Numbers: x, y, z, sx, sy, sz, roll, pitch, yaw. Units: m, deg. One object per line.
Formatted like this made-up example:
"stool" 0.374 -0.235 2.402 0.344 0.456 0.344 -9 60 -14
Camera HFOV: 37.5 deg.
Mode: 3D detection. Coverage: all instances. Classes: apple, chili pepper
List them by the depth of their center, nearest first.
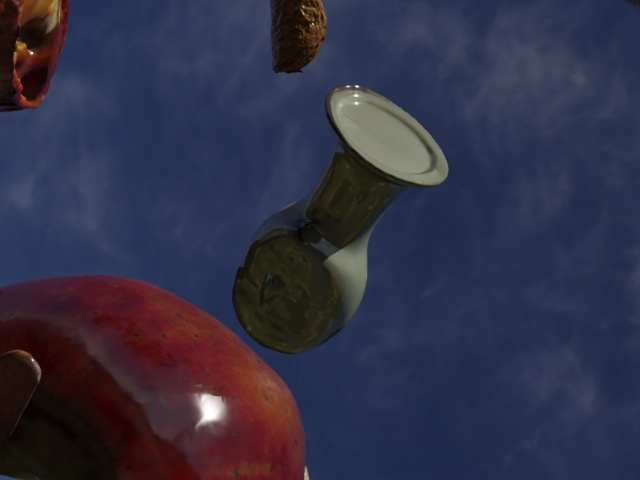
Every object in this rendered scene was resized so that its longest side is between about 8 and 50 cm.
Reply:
"chili pepper" -0.208 -0.092 0.411 0.192 0.084 0.086 1 -68 -7
"apple" -0.171 0.181 0.843 0.295 0.365 0.328 -32 -115 9

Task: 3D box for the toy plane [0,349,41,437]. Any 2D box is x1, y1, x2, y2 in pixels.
"toy plane" -0.188 0.057 0.297 0.189 0.061 0.130 11 -76 -9

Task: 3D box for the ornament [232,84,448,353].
"ornament" 0.000 0.000 0.506 0.075 0.081 0.156 41 -51 10

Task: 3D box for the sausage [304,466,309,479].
"sausage" -0.131 0.306 1.210 0.301 0.066 0.065 -9 -82 42

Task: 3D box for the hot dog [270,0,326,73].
"hot dog" -0.023 -0.185 0.817 0.058 0.035 0.083 -10 -102 49

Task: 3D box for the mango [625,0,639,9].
"mango" 0.336 -0.291 0.939 0.125 0.233 0.111 -11 -108 10
